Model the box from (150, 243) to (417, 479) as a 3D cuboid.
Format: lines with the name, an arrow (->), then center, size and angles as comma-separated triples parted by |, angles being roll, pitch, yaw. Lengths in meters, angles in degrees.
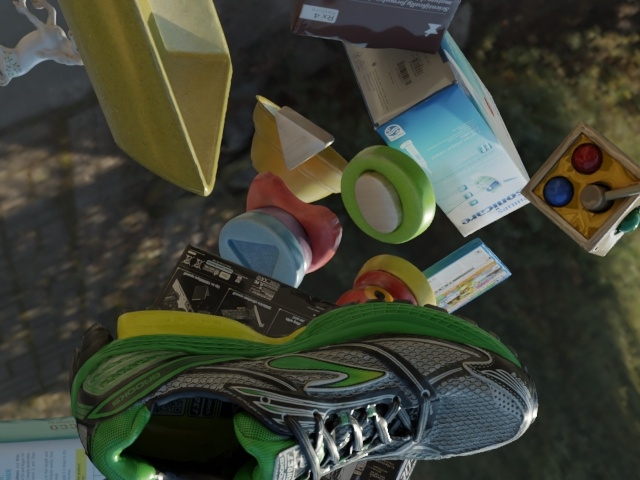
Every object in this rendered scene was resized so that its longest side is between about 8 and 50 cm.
box -> -0.051, 0.168, 1.247 | 0.076, 0.308, 0.242 | 84, 30, -61

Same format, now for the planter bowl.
planter bowl -> -0.041, -0.122, 1.925 | 0.090, 0.217, 0.217 | -51, 158, 9

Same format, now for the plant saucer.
plant saucer -> -0.177, -0.244, 1.163 | 0.081, 0.332, 0.333 | -13, -151, 7

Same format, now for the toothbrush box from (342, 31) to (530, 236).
toothbrush box -> 0.162, -0.177, 1.713 | 0.126, 0.216, 0.295 | -28, 140, 14

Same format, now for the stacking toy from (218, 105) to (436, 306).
stacking toy -> 0.000, 0.000, 1.632 | 0.130, 0.309, 0.279 | -40, 147, -44

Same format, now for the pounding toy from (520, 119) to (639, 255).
pounding toy -> 0.326, -0.058, 1.431 | 0.130, 0.141, 0.100 | -51, 156, 13

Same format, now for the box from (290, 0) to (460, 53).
box -> 0.061, -0.428, 1.588 | 0.191, 0.381, 0.143 | 6, 146, -13

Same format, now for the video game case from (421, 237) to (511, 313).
video game case -> 0.195, 0.054, 1.747 | 0.119, 0.015, 0.166 | -34, 154, 10

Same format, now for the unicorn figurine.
unicorn figurine -> -0.345, -0.242, 1.514 | 0.162, 0.111, 0.060 | -29, -175, 21

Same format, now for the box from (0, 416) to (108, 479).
box -> -0.196, 0.208, 1.088 | 0.244, 0.100, 0.060 | 0, -170, -20

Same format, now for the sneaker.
sneaker -> -0.007, 0.134, 0.904 | 0.344, 0.146, 0.134 | -2, 119, -10
